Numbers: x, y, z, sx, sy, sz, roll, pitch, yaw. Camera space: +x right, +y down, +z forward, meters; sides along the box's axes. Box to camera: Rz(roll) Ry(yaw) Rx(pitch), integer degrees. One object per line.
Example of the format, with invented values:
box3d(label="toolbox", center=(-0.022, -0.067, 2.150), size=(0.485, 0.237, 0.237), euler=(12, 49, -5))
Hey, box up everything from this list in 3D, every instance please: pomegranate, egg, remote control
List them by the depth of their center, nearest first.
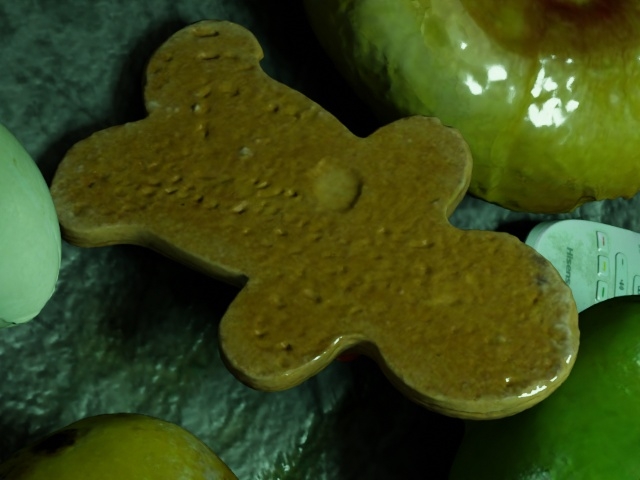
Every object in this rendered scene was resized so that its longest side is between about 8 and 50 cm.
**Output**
box3d(label="egg", center=(-0.203, -0.016, 0.766), size=(0.152, 0.114, 0.114), euler=(48, 60, -9))
box3d(label="pomegranate", center=(0.152, 0.117, 0.871), size=(0.302, 0.236, 0.236), euler=(42, 59, 9))
box3d(label="remote control", center=(0.239, 0.048, 1.034), size=(0.256, 0.045, 0.097), euler=(19, 69, -27))

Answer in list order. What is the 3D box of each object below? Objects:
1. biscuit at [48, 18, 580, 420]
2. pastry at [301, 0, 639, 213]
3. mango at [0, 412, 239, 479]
box3d(label="biscuit", center=(0.001, 0.001, 0.835), size=(0.324, 0.049, 0.205), euler=(26, 61, 19))
box3d(label="pastry", center=(0.137, -0.185, 0.978), size=(0.356, 0.164, 0.356), euler=(5, 80, -29))
box3d(label="mango", center=(-0.113, 0.246, 0.736), size=(0.193, 0.146, 0.316), euler=(3, 95, -31))
